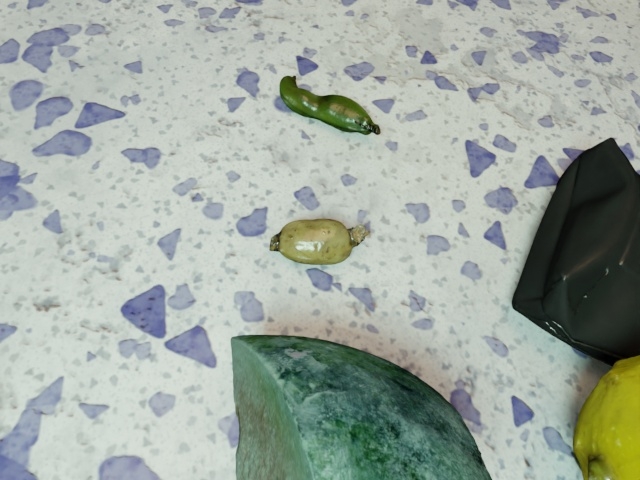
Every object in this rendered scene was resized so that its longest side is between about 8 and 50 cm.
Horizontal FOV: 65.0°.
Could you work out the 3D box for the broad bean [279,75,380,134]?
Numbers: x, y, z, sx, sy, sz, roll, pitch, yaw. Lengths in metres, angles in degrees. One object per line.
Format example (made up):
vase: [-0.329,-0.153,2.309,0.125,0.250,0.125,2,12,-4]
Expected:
broad bean: [0.013,-0.231,0.880,0.213,0.048,0.070,32,61,14]

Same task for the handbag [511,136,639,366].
handbag: [0.465,0.046,0.734,0.287,0.152,0.342,34,62,-1]

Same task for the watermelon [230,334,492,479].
watermelon: [0.004,0.243,0.516,0.228,0.387,0.259,19,99,-23]

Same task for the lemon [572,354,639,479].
lemon: [0.432,0.238,0.547,0.283,0.261,0.261,-24,66,-26]

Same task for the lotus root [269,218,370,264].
lotus root: [0.000,0.000,0.734,0.151,0.063,0.072,-7,51,-8]
